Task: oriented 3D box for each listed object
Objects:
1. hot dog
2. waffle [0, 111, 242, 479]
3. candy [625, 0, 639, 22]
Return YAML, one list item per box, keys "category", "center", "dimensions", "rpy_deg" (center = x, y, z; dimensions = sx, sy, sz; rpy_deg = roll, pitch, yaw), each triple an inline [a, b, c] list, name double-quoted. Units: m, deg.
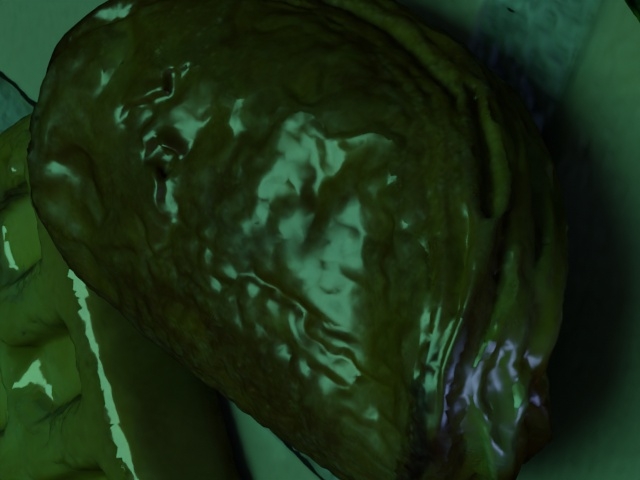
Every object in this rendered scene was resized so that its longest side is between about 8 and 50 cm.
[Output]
- category: "hot dog"
  center: [0.000, 0.000, 0.732]
  dimensions: [0.272, 0.122, 0.196]
  rpy_deg: [28, 119, 37]
- category: "waffle"
  center: [-0.155, 0.116, 0.956]
  dimensions: [0.304, 0.077, 0.348]
  rpy_deg: [-22, 81, 47]
- category: "candy"
  center: [0.159, -0.073, 0.580]
  dimensions: [0.149, 0.069, 0.246]
  rpy_deg: [-47, 58, 36]
